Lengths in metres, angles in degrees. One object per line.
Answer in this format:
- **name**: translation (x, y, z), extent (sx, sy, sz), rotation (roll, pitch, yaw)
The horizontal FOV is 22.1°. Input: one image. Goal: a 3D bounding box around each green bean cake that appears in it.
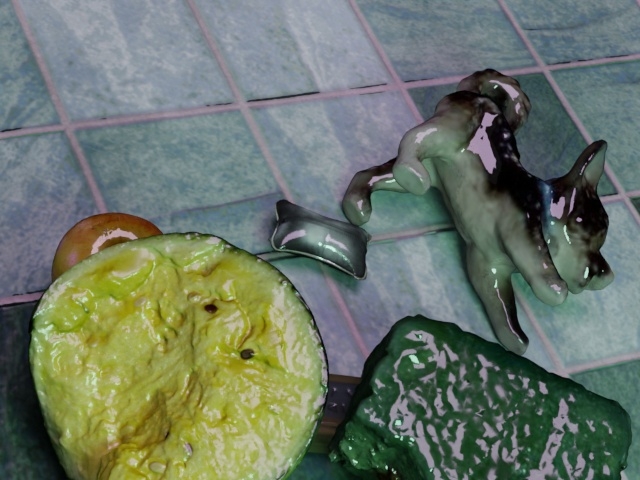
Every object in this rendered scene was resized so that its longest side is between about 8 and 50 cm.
- **green bean cake**: translation (0.157, 0.270, 1.793), extent (0.308, 0.169, 0.300), rotation (27, 60, -5)

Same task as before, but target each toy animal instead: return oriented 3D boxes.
- **toy animal**: translation (0.251, -0.064, 2.133), extent (0.344, 0.194, 0.302), rotation (42, 55, 8)

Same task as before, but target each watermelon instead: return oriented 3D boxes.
- **watermelon**: translation (-0.149, 0.162, 1.781), extent (0.330, 0.189, 0.331), rotation (0, 72, -1)

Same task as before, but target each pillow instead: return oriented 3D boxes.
- **pillow**: translation (0.001, -0.002, 2.074), extent (0.135, 0.055, 0.091), rotation (18, 16, -10)

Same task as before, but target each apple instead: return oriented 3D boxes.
- **apple**: translation (-0.243, 0.036, 1.912), extent (0.146, 0.146, 0.146), rotation (11, 49, -12)

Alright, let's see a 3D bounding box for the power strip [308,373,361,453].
- **power strip**: translation (0.062, 0.206, 1.922), extent (0.387, 0.066, 0.092), rotation (7, 48, -15)
